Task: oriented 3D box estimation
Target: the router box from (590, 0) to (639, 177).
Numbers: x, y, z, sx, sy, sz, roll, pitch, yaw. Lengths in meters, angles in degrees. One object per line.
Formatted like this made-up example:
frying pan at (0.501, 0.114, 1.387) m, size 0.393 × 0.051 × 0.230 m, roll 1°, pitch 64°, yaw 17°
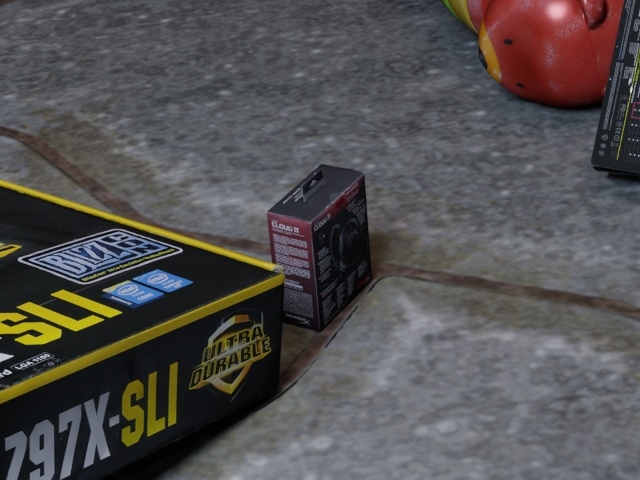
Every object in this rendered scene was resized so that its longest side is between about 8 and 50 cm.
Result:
router box at (0.229, -0.096, 1.078) m, size 0.092 × 0.122 × 0.038 m, roll 12°, pitch 1°, yaw 28°

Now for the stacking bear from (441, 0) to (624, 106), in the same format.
stacking bear at (0.151, -0.203, 1.251) m, size 0.164 × 0.175 × 0.289 m, roll -16°, pitch 41°, yaw -2°

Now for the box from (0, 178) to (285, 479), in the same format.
box at (-0.214, 0.057, 0.882) m, size 0.257 × 0.079 × 0.322 m, roll 19°, pitch 25°, yaw 34°

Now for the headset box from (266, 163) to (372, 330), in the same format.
headset box at (0.000, 0.000, 0.995) m, size 0.032 × 0.083 × 0.062 m, roll 13°, pitch 37°, yaw 29°
